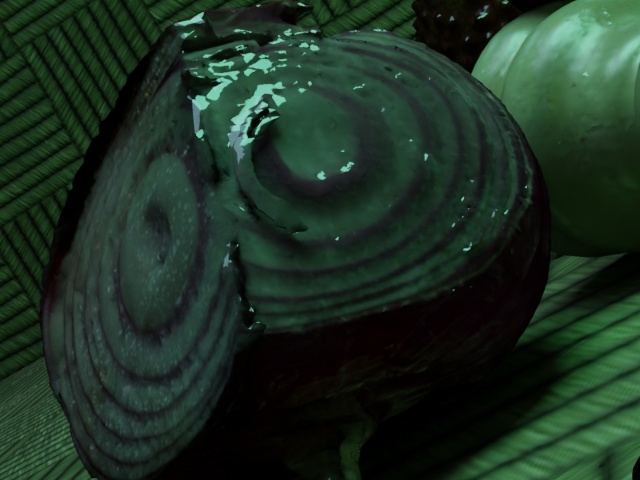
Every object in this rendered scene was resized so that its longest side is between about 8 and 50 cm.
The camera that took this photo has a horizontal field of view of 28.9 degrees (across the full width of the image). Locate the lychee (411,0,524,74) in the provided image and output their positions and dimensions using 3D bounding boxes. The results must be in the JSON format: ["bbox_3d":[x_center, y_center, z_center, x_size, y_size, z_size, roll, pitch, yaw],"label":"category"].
[{"bbox_3d":[0.228,-0.210,1.191,0.304,0.276,0.275,4,29,43],"label":"lychee"}]

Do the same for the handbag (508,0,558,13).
[{"bbox_3d":[0.227,-0.254,0.797,0.285,0.113,0.257,-49,-36,12],"label":"handbag"}]

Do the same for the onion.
[{"bbox_3d":[-0.006,0.020,0.668,0.230,0.272,0.256,-2,-7,-36],"label":"onion"}]

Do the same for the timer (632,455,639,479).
[{"bbox_3d":[0.186,0.025,0.336,0.144,0.055,0.187,-35,7,-41],"label":"timer"}]

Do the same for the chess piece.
[{"bbox_3d":[0.208,-0.072,0.632,0.167,0.167,0.299,-32,9,-17],"label":"chess piece"}]
